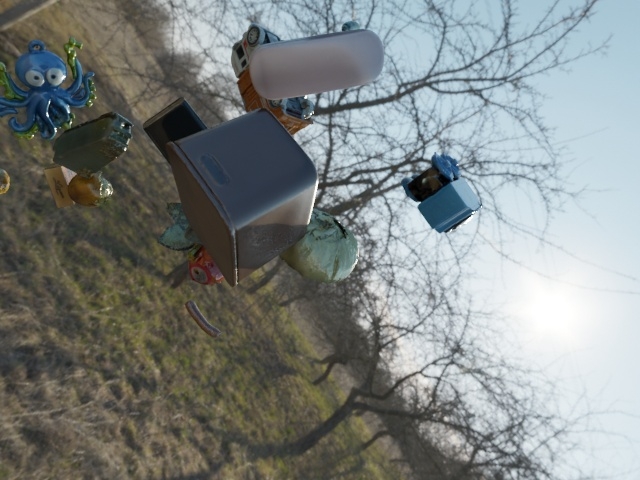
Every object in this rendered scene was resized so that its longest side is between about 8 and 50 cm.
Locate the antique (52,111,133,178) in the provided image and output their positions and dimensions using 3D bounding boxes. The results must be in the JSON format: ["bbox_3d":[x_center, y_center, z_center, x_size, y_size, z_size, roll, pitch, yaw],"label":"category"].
[{"bbox_3d":[-0.748,-0.326,1.563,0.150,0.284,0.125,32,46,-52],"label":"antique"}]

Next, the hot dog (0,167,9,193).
[{"bbox_3d":[-0.711,-0.102,0.870,0.047,0.215,0.066,38,-53,56],"label":"hot dog"}]

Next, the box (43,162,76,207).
[{"bbox_3d":[-1.010,-0.232,1.832,0.237,0.070,0.152,-132,-150,-64],"label":"box"}]

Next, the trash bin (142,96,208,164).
[{"bbox_3d":[-0.403,-0.294,1.408,0.226,0.165,0.115,56,-3,-32],"label":"trash bin"}]

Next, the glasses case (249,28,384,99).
[{"bbox_3d":[-0.007,-0.383,1.010,0.075,0.296,0.113,-106,-173,-56],"label":"glasses case"}]

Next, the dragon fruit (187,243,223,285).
[{"bbox_3d":[-0.489,0.089,2.099,0.224,0.224,0.227,61,33,-32],"label":"dragon fruit"}]

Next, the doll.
[{"bbox_3d":[-0.920,-0.486,1.527,0.099,0.345,0.341,47,-41,39],"label":"doll"}]

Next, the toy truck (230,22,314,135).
[{"bbox_3d":[-0.186,-0.546,1.635,0.173,0.206,0.388,2,64,-52],"label":"toy truck"}]

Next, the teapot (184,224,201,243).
[{"bbox_3d":[-0.449,-0.046,1.808,0.108,0.149,0.111,34,20,-28],"label":"teapot"}]

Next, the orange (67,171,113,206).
[{"bbox_3d":[-0.853,-0.194,1.722,0.156,0.156,0.134,144,-62,-85],"label":"orange"}]

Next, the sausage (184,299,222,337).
[{"bbox_3d":[-0.448,0.298,1.753,0.177,0.047,0.040,50,-34,0],"label":"sausage"}]

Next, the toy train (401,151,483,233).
[{"bbox_3d":[0.443,-0.167,1.662,0.265,0.188,0.300,56,27,6],"label":"toy train"}]

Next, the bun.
[{"bbox_3d":[0.000,0.000,1.387,0.259,0.259,0.152,53,-51,43],"label":"bun"}]

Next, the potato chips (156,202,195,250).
[{"bbox_3d":[-0.640,-0.063,2.108,0.029,0.201,0.220,-6,-95,60],"label":"potato chips"}]

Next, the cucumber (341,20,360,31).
[{"bbox_3d":[0.092,-0.679,1.475,0.037,0.037,0.155,59,32,-11],"label":"cucumber"}]

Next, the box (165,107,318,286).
[{"bbox_3d":[-0.169,-0.095,1.046,0.239,0.229,0.339,51,-23,16],"label":"box"}]
